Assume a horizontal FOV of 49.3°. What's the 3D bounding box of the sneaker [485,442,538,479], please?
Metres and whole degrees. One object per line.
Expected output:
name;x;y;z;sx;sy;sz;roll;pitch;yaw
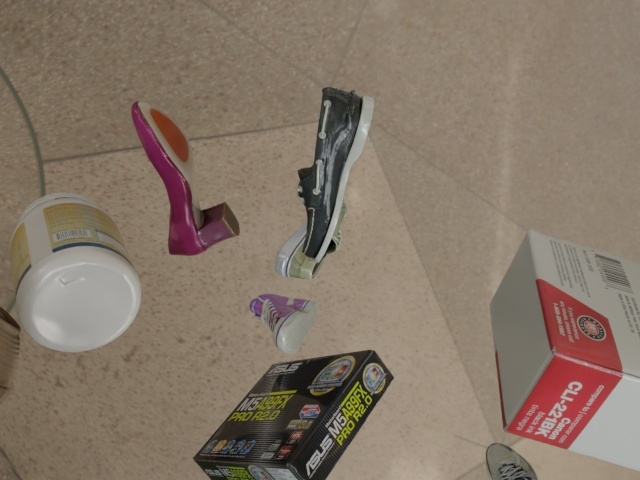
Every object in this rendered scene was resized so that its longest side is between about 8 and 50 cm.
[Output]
sneaker;0.225;0.276;0.777;0.052;0.135;0.058;-27;131;-1

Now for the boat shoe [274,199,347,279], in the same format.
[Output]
boat shoe;0.000;0.000;1.625;0.302;0.094;0.109;-51;158;-45

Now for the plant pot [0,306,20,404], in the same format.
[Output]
plant pot;-0.560;0.145;1.108;0.110;0.237;0.237;-48;120;-13

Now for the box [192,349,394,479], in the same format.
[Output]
box;-0.045;0.268;1.042;0.060;0.270;0.216;53;53;-14

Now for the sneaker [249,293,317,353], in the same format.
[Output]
sneaker;-0.112;0.198;1.717;0.282;0.161;0.102;-26;130;-79

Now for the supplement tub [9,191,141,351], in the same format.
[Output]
supplement tub;-0.506;0.052;1.420;0.228;0.316;0.228;-13;123;-20

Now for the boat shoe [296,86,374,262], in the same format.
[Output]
boat shoe;0.005;-0.109;1.182;0.091;0.114;0.303;15;106;-5

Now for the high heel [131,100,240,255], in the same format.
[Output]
high heel;-0.335;-0.112;1.476;0.127;0.181;0.377;-86;152;-54

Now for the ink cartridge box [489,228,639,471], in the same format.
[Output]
ink cartridge box;0.321;0.119;0.688;0.272;0.197;0.114;16;124;-2
